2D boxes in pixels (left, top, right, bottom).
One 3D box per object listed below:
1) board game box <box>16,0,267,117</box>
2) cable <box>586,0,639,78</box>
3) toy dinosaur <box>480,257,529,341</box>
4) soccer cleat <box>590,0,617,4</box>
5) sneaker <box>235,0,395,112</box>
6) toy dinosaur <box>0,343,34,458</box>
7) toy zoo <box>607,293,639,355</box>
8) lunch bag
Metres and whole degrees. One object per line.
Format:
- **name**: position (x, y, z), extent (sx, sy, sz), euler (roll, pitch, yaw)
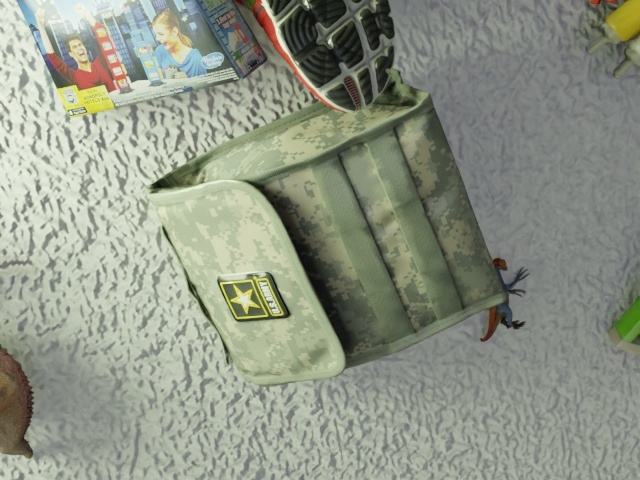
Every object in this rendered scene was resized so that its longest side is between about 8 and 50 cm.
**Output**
- **board game box**: position (-0.170, -0.221, 0.746), extent (0.194, 0.060, 0.194), euler (-7, 116, 25)
- **cable**: position (0.405, -0.281, 0.870), extent (0.139, 0.072, 0.287), euler (15, 132, -28)
- **toy dinosaur**: position (0.206, 0.064, 0.982), extent (0.090, 0.047, 0.082), euler (-31, 93, 5)
- **soccer cleat**: position (0.240, -0.302, 0.876), extent (0.196, 0.068, 0.076), euler (10, 97, -25)
- **sneaker**: position (-0.034, -0.233, 0.768), extent (0.107, 0.118, 0.279), euler (-34, 90, -15)
- **toy dinosaur**: position (-0.349, 0.112, 0.799), extent (0.200, 0.127, 0.295), euler (-48, 117, -6)
- **toy zoo**: position (0.503, 0.041, 1.007), extent (0.192, 0.030, 0.293), euler (20, 121, -20)
- **lunch bag**: position (0.000, 0.000, 0.840), extent (0.287, 0.169, 0.235), euler (-24, 114, 0)
